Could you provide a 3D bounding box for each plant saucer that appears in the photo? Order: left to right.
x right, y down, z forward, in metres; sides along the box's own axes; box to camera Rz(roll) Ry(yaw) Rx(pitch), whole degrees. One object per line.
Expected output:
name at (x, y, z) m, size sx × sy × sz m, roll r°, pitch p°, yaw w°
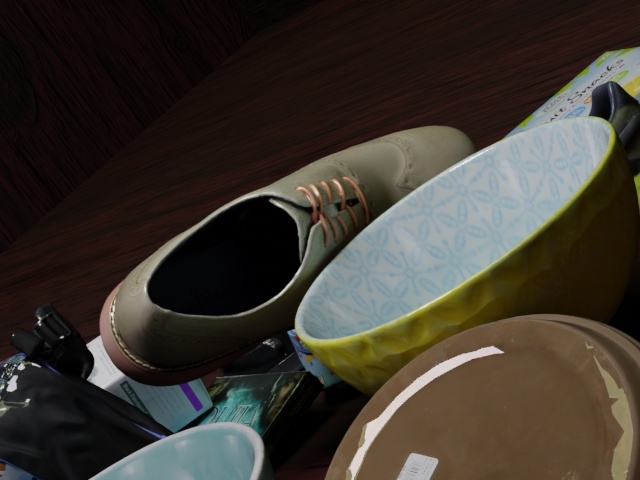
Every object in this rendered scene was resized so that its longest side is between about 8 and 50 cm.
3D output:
plant saucer at (0.102, 0.158, 1.033) m, size 0.278 × 0.041 × 0.277 m, roll -26°, pitch 41°, yaw 25°

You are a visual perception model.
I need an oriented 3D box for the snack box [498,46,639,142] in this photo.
snack box at (0.282, -0.114, 1.656) m, size 0.207 × 0.070 × 0.174 m, roll -38°, pitch 15°, yaw -17°

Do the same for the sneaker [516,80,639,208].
sneaker at (0.190, -0.030, 1.487) m, size 0.300 × 0.121 × 0.111 m, roll -38°, pitch 14°, yaw -10°

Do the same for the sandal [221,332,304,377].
sandal at (-0.076, 0.117, 1.748) m, size 0.097 × 0.054 × 0.254 m, roll -39°, pitch 15°, yaw -13°

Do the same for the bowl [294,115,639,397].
bowl at (0.141, 0.048, 1.278) m, size 0.289 × 0.156 × 0.289 m, roll -33°, pitch 14°, yaw 9°

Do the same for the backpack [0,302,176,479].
backpack at (-0.219, 0.213, 1.415) m, size 0.213 × 0.276 × 0.263 m, roll -53°, pitch 16°, yaw -15°

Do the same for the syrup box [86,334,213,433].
syrup box at (-0.234, 0.178, 1.609) m, size 0.237 × 0.096 × 0.093 m, roll -34°, pitch 31°, yaw -8°

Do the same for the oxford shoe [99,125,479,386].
oxford shoe at (0.000, 0.000, 1.425) m, size 0.397 × 0.140 × 0.146 m, roll -32°, pitch -8°, yaw -24°

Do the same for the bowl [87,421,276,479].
bowl at (-0.124, 0.282, 1.106) m, size 0.312 × 0.163 × 0.311 m, roll -32°, pitch 15°, yaw 10°

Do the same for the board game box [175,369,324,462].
board game box at (-0.084, 0.182, 1.571) m, size 0.126 × 0.026 × 0.186 m, roll -55°, pitch 21°, yaw -25°

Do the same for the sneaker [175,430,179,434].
sneaker at (-0.244, 0.238, 1.679) m, size 0.235 × 0.084 × 0.097 m, roll -35°, pitch 15°, yaw 2°

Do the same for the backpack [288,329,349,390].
backpack at (0.030, 0.059, 1.579) m, size 0.158 × 0.117 × 0.173 m, roll -31°, pitch 18°, yaw 18°
